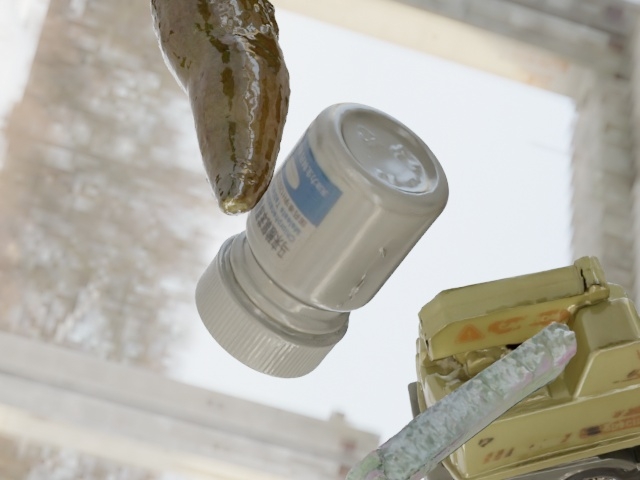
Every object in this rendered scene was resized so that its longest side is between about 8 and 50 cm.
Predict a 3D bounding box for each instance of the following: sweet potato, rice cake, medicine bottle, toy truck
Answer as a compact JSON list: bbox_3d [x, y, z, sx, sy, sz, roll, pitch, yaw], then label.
[{"bbox_3d":[-0.056,-0.119,0.981,0.067,0.067,0.274,117,-29,-47],"label":"sweet potato"},{"bbox_3d":[0.097,0.113,1.221,0.211,0.034,0.043,-31,166,-37],"label":"rice cake"},{"bbox_3d":[0.000,0.000,1.220,0.168,0.105,0.105,-53,-160,32],"label":"medicine bottle"},{"bbox_3d":[0.275,0.106,1.632,0.254,0.405,0.181,75,5,-51],"label":"toy truck"}]
